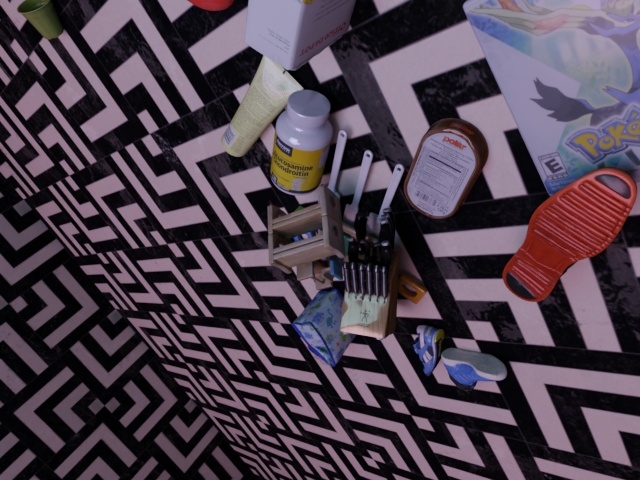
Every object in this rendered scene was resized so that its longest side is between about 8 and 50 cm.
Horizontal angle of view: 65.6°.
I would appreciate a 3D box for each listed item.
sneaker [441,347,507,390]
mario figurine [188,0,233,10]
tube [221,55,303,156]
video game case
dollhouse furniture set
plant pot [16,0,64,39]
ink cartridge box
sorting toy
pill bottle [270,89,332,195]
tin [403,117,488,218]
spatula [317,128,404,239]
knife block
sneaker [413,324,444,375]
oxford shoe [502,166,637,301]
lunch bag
[{"bbox_3d":[0.336,0.289,1.072,0.152,0.058,0.085,4,124,47],"label":"sneaker"},{"bbox_3d":[-0.171,-0.509,0.718,0.198,0.170,0.321,-124,24,-56],"label":"mario figurine"},{"bbox_3d":[-0.121,-0.251,0.964,0.070,0.062,0.240,8,151,-29],"label":"tube"},{"bbox_3d":[0.365,-0.205,0.552,0.329,0.036,0.300,-11,119,49],"label":"video game case"},{"bbox_3d":[0.000,0.000,0.980,0.129,0.129,0.183,-17,152,25],"label":"dollhouse furniture set"},{"bbox_3d":[-0.653,-0.525,1.177,0.083,0.083,0.079,22,152,27],"label":"plant pot"},{"bbox_3d":[-0.012,-0.358,0.654,0.093,0.154,0.212,34,144,12],"label":"ink cartridge box"},{"bbox_3d":[0.065,0.041,1.075,0.347,0.047,0.196,27,147,21],"label":"sorting toy"},{"bbox_3d":[-0.034,-0.177,0.909,0.103,0.103,0.184,33,144,14],"label":"pill bottle"},{"bbox_3d":[0.200,-0.111,0.812,0.106,0.040,0.190,28,142,13],"label":"tin"},{"bbox_3d":[0.078,-0.093,0.959,0.168,0.019,0.242,34,145,14],"label":"spatula"},{"bbox_3d":[0.108,0.066,0.981,0.088,0.242,0.275,8,175,15],"label":"knife block"},{"bbox_3d":[0.244,0.246,1.128,0.059,0.053,0.144,19,130,29],"label":"sneaker"},{"bbox_3d":[0.352,-0.018,0.707,0.097,0.098,0.271,42,150,16],"label":"oxford shoe"},{"bbox_3d":[0.023,0.218,1.243,0.096,0.129,0.151,-14,119,51],"label":"lunch bag"}]
